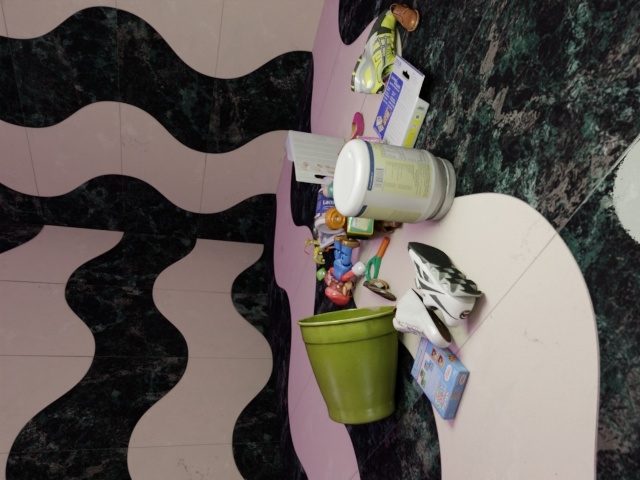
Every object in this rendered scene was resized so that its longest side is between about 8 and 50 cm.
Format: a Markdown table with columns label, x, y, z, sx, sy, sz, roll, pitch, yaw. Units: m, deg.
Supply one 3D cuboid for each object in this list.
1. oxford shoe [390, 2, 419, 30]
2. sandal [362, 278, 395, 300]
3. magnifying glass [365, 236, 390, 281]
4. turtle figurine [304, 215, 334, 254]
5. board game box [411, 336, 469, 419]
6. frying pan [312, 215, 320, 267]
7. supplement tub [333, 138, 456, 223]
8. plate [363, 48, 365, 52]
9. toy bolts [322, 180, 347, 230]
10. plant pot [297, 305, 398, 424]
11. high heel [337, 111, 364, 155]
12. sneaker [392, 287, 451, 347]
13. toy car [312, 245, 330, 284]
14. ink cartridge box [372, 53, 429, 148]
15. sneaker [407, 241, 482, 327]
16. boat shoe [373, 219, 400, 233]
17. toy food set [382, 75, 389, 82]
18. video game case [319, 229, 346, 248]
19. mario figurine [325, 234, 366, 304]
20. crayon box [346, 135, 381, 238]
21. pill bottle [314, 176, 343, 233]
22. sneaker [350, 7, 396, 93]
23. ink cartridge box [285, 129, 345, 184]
| label | x | y | z | sx | sy | sz | roll | pitch | yaw |
| --- | --- | --- | --- | --- | --- | --- | --- | --- | --- |
| oxford shoe | 0.320 | -0.862 | 1.696 | 0.212 | 0.075 | 0.076 | -108 | 31 | -50 |
| sandal | 0.228 | 0.178 | 1.700 | 0.060 | 0.089 | 0.219 | -62 | 11 | 0 |
| magnifying glass | 0.231 | 0.079 | 1.788 | 0.092 | 0.026 | 0.231 | -103 | 23 | -47 |
| turtle figurine | 0.022 | -0.025 | 2.390 | 0.269 | 0.087 | 0.218 | -8 | 71 | 48 |
| board game box | 0.342 | 0.387 | 1.290 | 0.211 | 0.039 | 0.160 | -123 | 42 | -66 |
| frying pan | 0.008 | -0.023 | 2.506 | 0.326 | 0.053 | 0.197 | -105 | 27 | -45 |
| supplement tub | 0.224 | -0.175 | 1.363 | 0.235 | 0.324 | 0.236 | -175 | 90 | -73 |
| plate | 0.235 | -0.852 | 2.059 | 0.188 | 0.024 | 0.189 | -175 | 90 | -73 |
| toy bolts | 0.064 | -0.153 | 1.975 | 0.158 | 0.218 | 0.229 | 0 | 102 | 52 |
| plant pot | 0.124 | 0.434 | 1.557 | 0.366 | 0.365 | 0.354 | 157 | 105 | -71 |
| high heel | 0.140 | -0.505 | 2.101 | 0.082 | 0.117 | 0.245 | 161 | 113 | -72 |
| sneaker | 0.294 | 0.257 | 1.322 | 0.123 | 0.106 | 0.290 | -45 | 16 | 8 |
| toy car | 0.011 | 0.169 | 2.338 | 0.239 | 0.053 | 0.225 | 62 | 166 | 19 |
| ink cartridge box | 0.305 | -0.500 | 1.650 | 0.304 | 0.072 | 0.308 | -106 | 29 | -52 |
| sneaker | 0.326 | 0.120 | 1.285 | 0.331 | 0.122 | 0.147 | -113 | 35 | -59 |
| boat shoe | 0.251 | -0.057 | 1.688 | 0.178 | 0.064 | 0.060 | 148 | 128 | -66 |
| toy food set | 0.275 | -0.712 | 1.887 | 0.122 | 0.019 | 0.078 | 169 | 106 | -72 |
| video game case | 0.056 | -0.074 | 2.283 | 0.173 | 0.022 | 0.191 | -32 | 49 | 35 |
| mario figurine | 0.118 | 0.140 | 1.989 | 0.198 | 0.169 | 0.321 | -76 | -6 | -74 |
| crayon box | 0.167 | -0.194 | 1.767 | 0.313 | 0.105 | 0.364 | 50 | -135 | -84 |
| pill bottle | 0.057 | -0.179 | 2.197 | 0.153 | 0.153 | 0.265 | 131 | 148 | -62 |
| sneaker | 0.252 | -0.767 | 1.817 | 0.145 | 0.147 | 0.385 | 59 | -128 | -81 |
| ink cartridge box | -0.004 | -0.387 | 2.214 | 0.091 | 0.307 | 0.385 | 115 | 154 | -46 |
